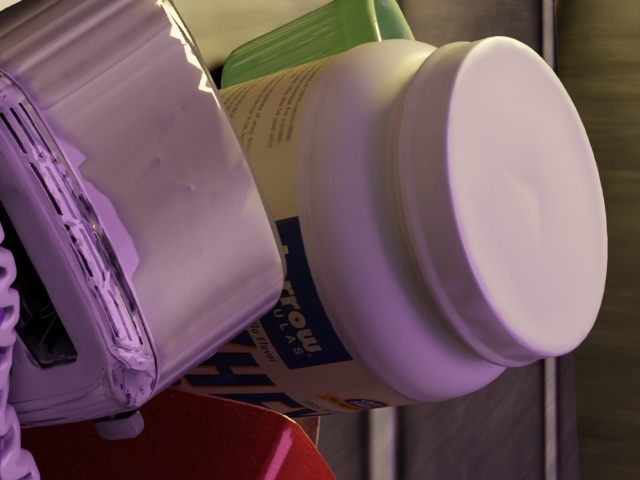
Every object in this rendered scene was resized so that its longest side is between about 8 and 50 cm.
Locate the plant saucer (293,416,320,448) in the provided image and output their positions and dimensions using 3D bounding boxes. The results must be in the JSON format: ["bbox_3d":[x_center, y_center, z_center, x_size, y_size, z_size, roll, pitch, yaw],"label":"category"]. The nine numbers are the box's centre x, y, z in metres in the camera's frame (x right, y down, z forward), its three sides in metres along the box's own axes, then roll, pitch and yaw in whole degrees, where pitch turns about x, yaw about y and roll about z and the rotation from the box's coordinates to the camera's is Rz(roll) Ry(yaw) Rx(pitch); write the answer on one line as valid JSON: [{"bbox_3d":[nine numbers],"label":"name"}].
[{"bbox_3d":[-0.072,0.121,1.272,0.310,0.050,0.311,0,90,-71],"label":"plant saucer"}]

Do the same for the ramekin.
[{"bbox_3d":[0.032,-0.061,1.309,0.303,0.148,0.303,-19,90,-78],"label":"ramekin"}]

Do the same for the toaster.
[{"bbox_3d":[-0.119,-0.022,0.698,0.146,0.129,0.227,-46,119,-54],"label":"toaster"}]

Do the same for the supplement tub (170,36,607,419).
[{"bbox_3d":[0.000,0.000,1.005,0.235,0.324,0.235,21,63,-50],"label":"supplement tub"}]

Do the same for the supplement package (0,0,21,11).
[{"bbox_3d":[-0.195,-0.083,0.849,0.179,0.105,0.105,65,25,-49],"label":"supplement package"}]

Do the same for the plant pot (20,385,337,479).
[{"bbox_3d":[-0.132,0.232,0.829,0.236,0.267,0.267,-67,151,-27],"label":"plant pot"}]

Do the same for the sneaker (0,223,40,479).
[{"bbox_3d":[-0.182,0.063,0.620,0.104,0.095,0.236,-44,135,-52],"label":"sneaker"}]
